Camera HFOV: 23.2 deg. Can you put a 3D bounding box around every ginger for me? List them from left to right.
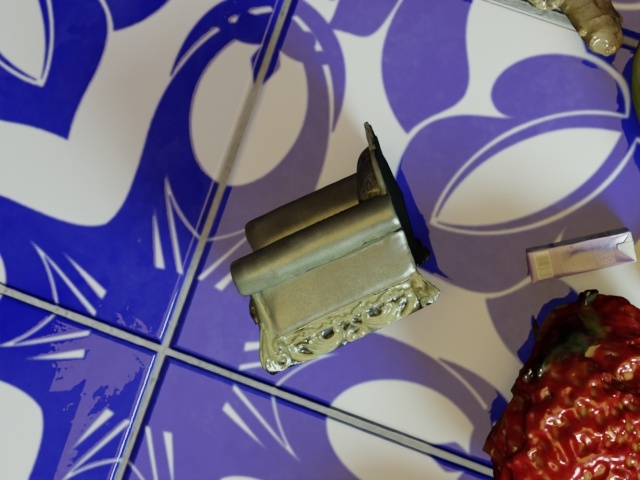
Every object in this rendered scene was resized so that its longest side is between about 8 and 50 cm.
[{"bbox_3d":[0.225,-0.310,1.699,0.089,0.075,0.288,-40,84,-28],"label":"ginger"}]

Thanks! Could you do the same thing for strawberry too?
[{"bbox_3d":[0.296,0.203,1.597,0.257,0.261,0.261,28,93,15],"label":"strawberry"}]

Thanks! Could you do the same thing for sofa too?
[{"bbox_3d":[0.000,0.000,1.633,0.200,0.258,0.182,-26,100,7],"label":"sofa"}]

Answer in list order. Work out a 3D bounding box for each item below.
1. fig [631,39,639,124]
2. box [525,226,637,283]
[{"bbox_3d":[0.454,-0.112,1.583,0.258,0.258,0.326,-45,73,4],"label":"fig"},{"bbox_3d":[0.283,0.016,1.698,0.117,0.050,0.036,-13,95,5],"label":"box"}]
